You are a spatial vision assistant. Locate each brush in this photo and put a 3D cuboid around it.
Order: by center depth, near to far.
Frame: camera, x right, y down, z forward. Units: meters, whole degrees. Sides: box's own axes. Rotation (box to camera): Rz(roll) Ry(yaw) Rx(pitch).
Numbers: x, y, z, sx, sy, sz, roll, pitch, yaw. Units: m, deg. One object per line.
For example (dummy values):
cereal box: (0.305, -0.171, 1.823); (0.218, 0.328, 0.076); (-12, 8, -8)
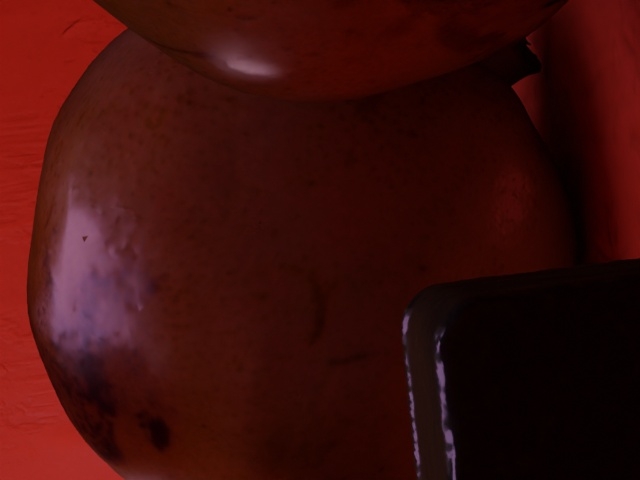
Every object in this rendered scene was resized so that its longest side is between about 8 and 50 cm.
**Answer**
brush: (0.103, 0.108, 0.661); (0.059, 0.123, 0.197); (167, 96, -82)

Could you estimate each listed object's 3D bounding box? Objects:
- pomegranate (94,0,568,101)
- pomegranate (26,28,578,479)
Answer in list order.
pomegranate: (-0.002, -0.181, 0.698); (0.264, 0.264, 0.264); (174, 90, -86)
pomegranate: (0.000, 0.000, 0.946); (0.319, 0.319, 0.319); (174, 90, -86)
